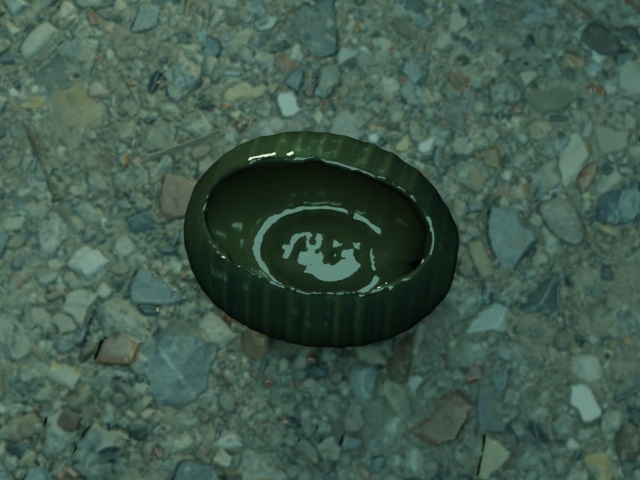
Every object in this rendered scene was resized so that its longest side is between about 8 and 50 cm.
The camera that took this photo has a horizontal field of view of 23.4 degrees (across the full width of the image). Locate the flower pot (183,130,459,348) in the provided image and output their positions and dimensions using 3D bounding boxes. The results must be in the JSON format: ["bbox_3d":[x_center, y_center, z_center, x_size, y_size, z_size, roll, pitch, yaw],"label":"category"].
[{"bbox_3d":[0.000,0.000,1.366,0.243,0.157,0.189,13,83,1],"label":"flower pot"}]
